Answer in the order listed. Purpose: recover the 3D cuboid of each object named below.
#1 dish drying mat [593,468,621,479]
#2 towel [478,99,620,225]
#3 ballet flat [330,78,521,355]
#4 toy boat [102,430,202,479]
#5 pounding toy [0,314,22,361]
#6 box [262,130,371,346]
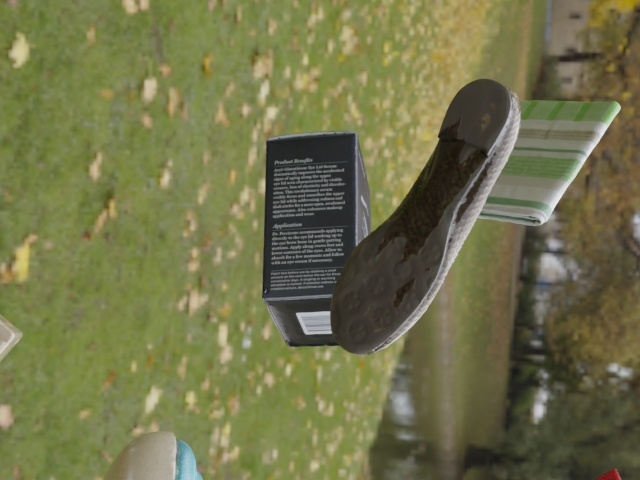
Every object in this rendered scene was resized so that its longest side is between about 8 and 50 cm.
[{"bbox_3d":[0.279,0.253,1.065,0.008,0.032,0.083,47,18,-25],"label":"dish drying mat"},{"bbox_3d":[0.195,-0.073,1.028,0.152,0.113,0.023,-50,128,-26],"label":"towel"},{"bbox_3d":[0.091,-0.015,0.915,0.250,0.084,0.058,-61,149,0],"label":"ballet flat"},{"bbox_3d":[-0.215,0.411,1.396,0.267,0.148,0.318,125,-26,-51],"label":"toy boat"},{"bbox_3d":[-0.324,0.103,0.941,0.130,0.141,0.100,-50,-175,-9],"label":"pounding toy"},{"bbox_3d":[0.000,0.000,1.301,0.153,0.108,0.207,71,17,-62],"label":"box"}]
